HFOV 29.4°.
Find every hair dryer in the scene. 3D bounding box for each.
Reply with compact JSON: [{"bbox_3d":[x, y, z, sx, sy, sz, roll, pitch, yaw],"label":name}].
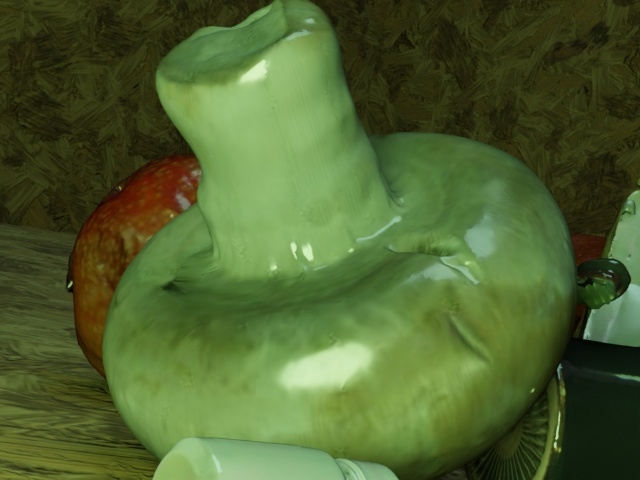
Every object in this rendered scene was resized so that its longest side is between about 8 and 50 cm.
[{"bbox_3d":[0.146,0.117,0.796,0.189,0.107,0.352,11,-5,-18],"label":"hair dryer"}]

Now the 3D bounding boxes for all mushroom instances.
[{"bbox_3d":[0.000,0.000,0.594,0.244,0.243,0.243,12,0,0],"label":"mushroom"}]

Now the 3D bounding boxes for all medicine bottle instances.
[{"bbox_3d":[-0.015,0.101,0.450,0.089,0.052,0.052,12,1,-33],"label":"medicine bottle"}]

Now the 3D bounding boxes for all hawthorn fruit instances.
[{"bbox_3d":[-0.079,0.033,0.787,0.173,0.173,0.179,12,39,-33],"label":"hawthorn fruit"}]

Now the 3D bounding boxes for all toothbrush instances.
[{"bbox_3d":[0.047,0.059,0.780,0.041,0.041,0.364,12,-20,-38],"label":"toothbrush"}]

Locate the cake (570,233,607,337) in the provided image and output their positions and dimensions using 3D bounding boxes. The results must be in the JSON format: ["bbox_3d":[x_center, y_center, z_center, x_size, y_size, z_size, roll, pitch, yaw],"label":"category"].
[{"bbox_3d":[0.315,0.101,1.086,0.283,0.177,0.151,7,16,-7],"label":"cake"}]

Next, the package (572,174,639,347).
[{"bbox_3d":[0.348,0.073,0.879,0.311,0.165,0.221,19,-11,12],"label":"package"}]
